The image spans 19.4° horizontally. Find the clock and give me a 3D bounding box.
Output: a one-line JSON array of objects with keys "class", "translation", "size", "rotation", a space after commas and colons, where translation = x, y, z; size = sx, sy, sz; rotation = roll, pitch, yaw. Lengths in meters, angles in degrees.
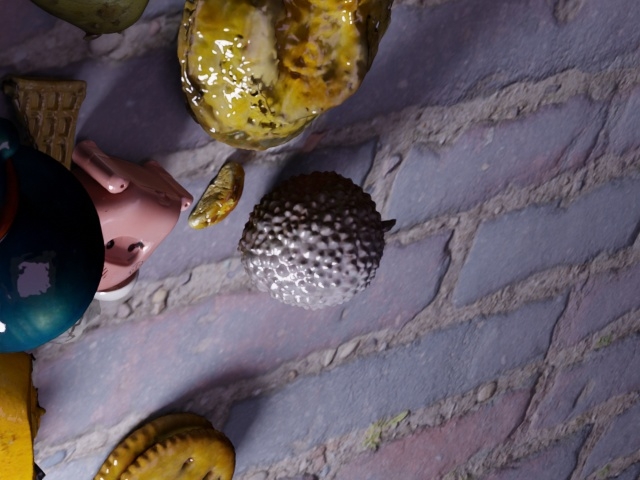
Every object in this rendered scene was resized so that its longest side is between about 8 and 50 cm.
[{"class": "clock", "translation": [-0.226, -0.006, 1.947], "size": [0.162, 0.093, 0.166], "rotation": [-55, 149, 13]}]

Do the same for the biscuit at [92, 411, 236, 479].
[{"class": "biscuit", "translation": [-0.201, 0.311, 2.325], "size": [0.220, 0.066, 0.220], "rotation": [-31, 144, -26]}]

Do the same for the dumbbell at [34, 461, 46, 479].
[{"class": "dumbbell", "translation": [-0.423, 0.361, 2.027], "size": [0.325, 0.143, 0.143], "rotation": [-43, 148, -11]}]

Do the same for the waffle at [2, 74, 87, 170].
[{"class": "waffle", "translation": [-0.278, -0.087, 1.826], "size": [0.097, 0.023, 0.153], "rotation": [-6, 113, -49]}]

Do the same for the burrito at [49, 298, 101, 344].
[{"class": "burrito", "translation": [-0.304, 0.076, 1.963], "size": [0.203, 0.064, 0.064], "rotation": [14, 112, -57]}]

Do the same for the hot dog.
[{"class": "hot dog", "translation": [-0.112, -0.045, 2.100], "size": [0.090, 0.034, 0.030], "rotation": [-55, 149, 6]}]

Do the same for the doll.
[{"class": "doll", "translation": [-0.309, -0.012, 1.727], "size": [0.186, 0.198, 0.322], "rotation": [-22, 150, 3]}]

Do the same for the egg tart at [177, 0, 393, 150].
[{"class": "egg tart", "translation": [-0.020, -0.217, 1.962], "size": [0.297, 0.132, 0.297], "rotation": [-27, 136, -31]}]

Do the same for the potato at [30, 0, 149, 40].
[{"class": "potato", "translation": [-0.224, -0.245, 1.711], "size": [0.105, 0.085, 0.188], "rotation": [-40, 151, 26]}]

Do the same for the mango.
[{"class": "mango", "translation": [-0.360, 0.175, 1.918], "size": [0.153, 0.126, 0.252], "rotation": [-14, 147, 6]}]

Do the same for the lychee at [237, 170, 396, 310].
[{"class": "lychee", "translation": [0.000, 0.000, 2.164], "size": [0.197, 0.165, 0.165], "rotation": [-3, 126, -36]}]
